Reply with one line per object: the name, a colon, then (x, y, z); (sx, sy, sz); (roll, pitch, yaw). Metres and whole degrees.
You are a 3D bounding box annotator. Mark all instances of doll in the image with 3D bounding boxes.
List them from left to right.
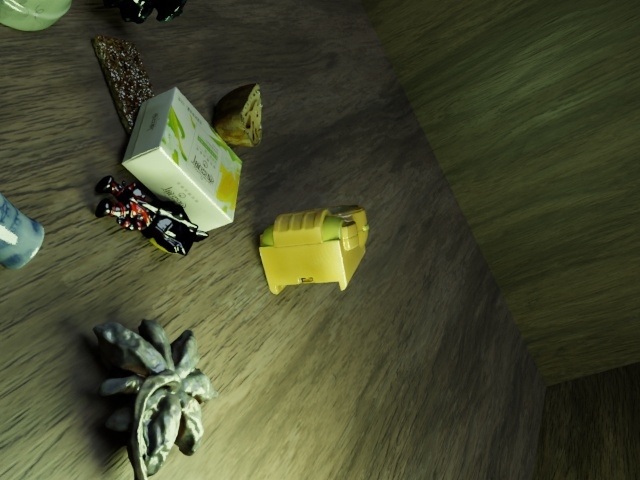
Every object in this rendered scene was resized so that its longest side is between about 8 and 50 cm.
doll: (-0.338, -0.045, 1.415); (0.248, 0.088, 0.127); (22, 70, -41)

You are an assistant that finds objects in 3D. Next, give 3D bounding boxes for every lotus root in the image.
lotus root: (-0.215, -0.313, 1.783); (0.095, 0.135, 0.159); (-16, 97, -61)

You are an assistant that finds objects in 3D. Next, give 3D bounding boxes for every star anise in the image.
star anise: (-0.266, 0.279, 1.226); (0.359, 0.139, 0.316); (55, 36, -21)

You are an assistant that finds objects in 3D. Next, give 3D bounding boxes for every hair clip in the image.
hair clip: (-0.417, -0.619, 1.579); (0.194, 0.206, 0.310); (32, 38, -56)

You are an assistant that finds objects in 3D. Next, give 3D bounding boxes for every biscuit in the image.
biscuit: (-0.418, -0.342, 1.551); (0.131, 0.026, 0.237); (-14, 81, -61)

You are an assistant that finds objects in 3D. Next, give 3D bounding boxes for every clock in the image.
clock: (0.000, 0.000, 1.819); (0.317, 0.244, 0.200); (-38, 123, -67)

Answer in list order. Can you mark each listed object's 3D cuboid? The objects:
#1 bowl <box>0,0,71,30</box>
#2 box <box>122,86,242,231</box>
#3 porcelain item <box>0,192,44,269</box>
bowl: (-0.573, -0.572, 1.322); (0.307, 0.163, 0.307); (45, 31, -38)
box: (-0.293, -0.170, 1.531); (0.260, 0.111, 0.195); (51, 32, -43)
porcelain item: (-0.532, -0.054, 1.025); (0.259, 0.141, 0.141); (45, 34, -49)
